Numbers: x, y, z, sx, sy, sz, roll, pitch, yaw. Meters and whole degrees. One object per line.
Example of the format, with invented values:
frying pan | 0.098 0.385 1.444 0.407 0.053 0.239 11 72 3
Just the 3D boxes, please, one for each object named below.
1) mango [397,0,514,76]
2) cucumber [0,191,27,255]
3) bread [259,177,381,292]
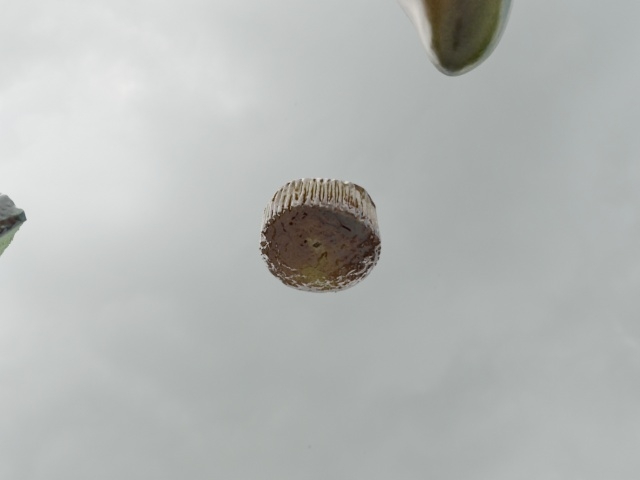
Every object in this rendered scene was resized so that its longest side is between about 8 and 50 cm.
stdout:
mango | 0.109 -0.269 0.746 0.133 0.111 0.267 -35 -119 50
cucumber | -0.357 0.006 0.804 0.062 0.115 0.116 52 -47 -2
bread | 0.000 0.000 0.554 0.085 0.053 0.085 0 -48 0
